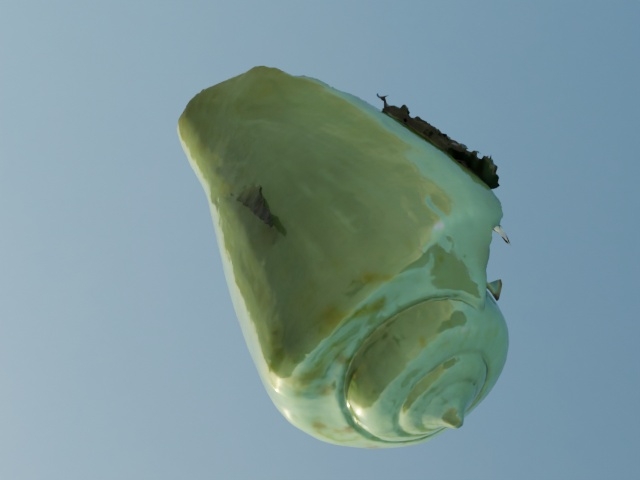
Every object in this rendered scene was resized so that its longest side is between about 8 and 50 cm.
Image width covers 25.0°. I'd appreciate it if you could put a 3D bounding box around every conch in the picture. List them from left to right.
[{"bbox_3d":[0.019,-0.003,0.790,0.143,0.137,0.250,-51,-137,43],"label":"conch"}]
